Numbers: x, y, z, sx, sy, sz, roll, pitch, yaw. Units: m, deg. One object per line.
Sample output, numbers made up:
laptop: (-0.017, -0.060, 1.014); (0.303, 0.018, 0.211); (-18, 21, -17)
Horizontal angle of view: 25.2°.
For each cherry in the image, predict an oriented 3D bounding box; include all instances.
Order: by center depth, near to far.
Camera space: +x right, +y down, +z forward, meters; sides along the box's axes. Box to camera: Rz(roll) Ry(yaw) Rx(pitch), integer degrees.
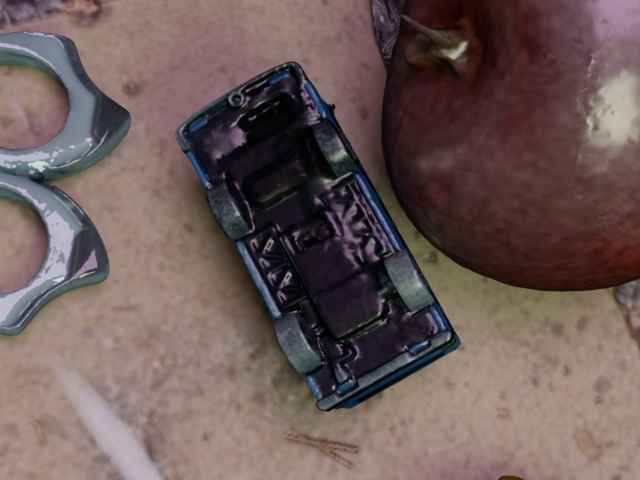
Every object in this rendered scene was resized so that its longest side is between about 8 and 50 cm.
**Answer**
cherry: (0.165, -0.095, 0.849); (0.307, 0.221, 0.261); (3, 106, -42)

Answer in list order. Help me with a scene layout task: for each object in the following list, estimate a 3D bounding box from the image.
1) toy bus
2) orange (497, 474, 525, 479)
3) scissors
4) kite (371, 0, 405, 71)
toy bus: (0.000, 0.000, 0.828); (0.090, 0.106, 0.185); (-30, 77, 7)
orange: (0.110, 0.213, 0.778); (0.160, 0.112, 0.170); (10, 78, -13)
scissors: (-0.290, -0.060, 0.812); (0.360, 0.029, 0.191); (11, 67, -12)
kite: (0.172, -0.149, 0.991); (0.285, 0.015, 0.152); (-13, 76, -18)
